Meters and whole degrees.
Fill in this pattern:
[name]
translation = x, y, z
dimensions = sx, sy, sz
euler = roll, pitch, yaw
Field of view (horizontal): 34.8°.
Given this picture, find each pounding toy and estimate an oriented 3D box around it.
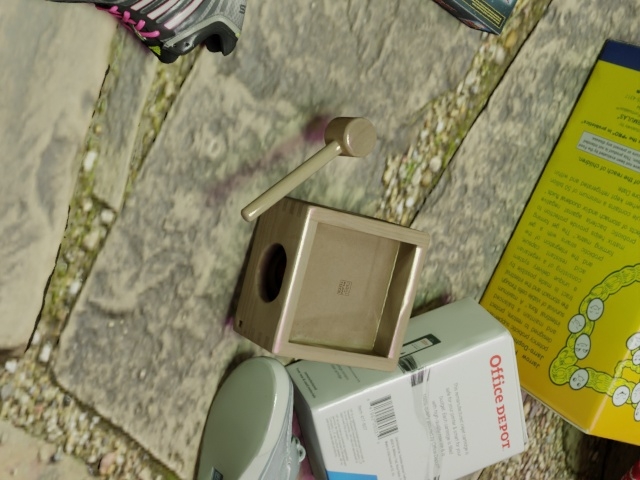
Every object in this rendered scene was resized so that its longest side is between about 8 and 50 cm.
[pounding toy]
translation = -0.006, -0.007, 0.880
dimensions = 0.181, 0.094, 0.206
euler = 12, 94, -31

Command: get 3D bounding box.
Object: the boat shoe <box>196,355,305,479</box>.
[boat shoe]
translation = -0.061, 0.206, 0.948
dimensions = 0.081, 0.079, 0.227
euler = 0, 115, -42

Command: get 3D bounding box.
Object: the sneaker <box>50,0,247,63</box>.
[sneaker]
translation = -0.124, -0.167, 0.747
dimensions = 0.170, 0.063, 0.075
euler = -4, 106, -36

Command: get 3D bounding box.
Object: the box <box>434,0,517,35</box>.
[box]
translation = 0.102, -0.297, 0.848
dimensions = 0.233, 0.044, 0.159
euler = 26, 94, -37

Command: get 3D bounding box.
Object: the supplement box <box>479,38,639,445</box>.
[supplement box]
translation = 0.337, 0.010, 1.036
dimensions = 0.194, 0.195, 0.356
euler = 19, 100, -36

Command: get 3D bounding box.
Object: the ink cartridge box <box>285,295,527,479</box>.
[ink cartridge box]
translation = 0.085, 0.163, 0.987
dimensions = 0.203, 0.086, 0.148
euler = -19, 119, -13

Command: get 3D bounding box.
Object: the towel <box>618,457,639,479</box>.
[towel]
translation = 0.411, 0.253, 1.203
dimensions = 0.199, 0.031, 0.275
euler = -32, 157, -17
